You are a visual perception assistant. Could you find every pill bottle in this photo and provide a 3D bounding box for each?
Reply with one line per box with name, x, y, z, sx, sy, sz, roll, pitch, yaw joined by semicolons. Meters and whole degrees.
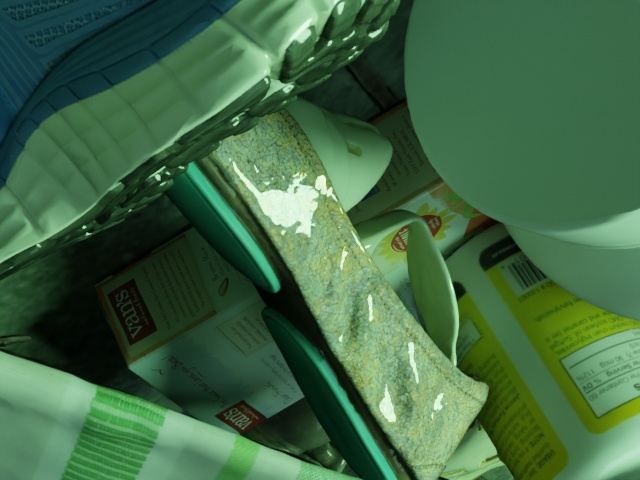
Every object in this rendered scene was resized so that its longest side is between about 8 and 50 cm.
pill bottle;0.232;-0.060;0.673;0.229;0.229;0.408;-44;147;25
pill bottle;0.155;0.095;0.733;0.119;0.208;0.119;-22;149;-14

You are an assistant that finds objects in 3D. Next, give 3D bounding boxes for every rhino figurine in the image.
rhino figurine;-0.026;0.143;0.914;0.243;0.106;0.073;-38;-173;21

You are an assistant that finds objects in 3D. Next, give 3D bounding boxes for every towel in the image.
towel;-0.155;0.141;0.660;0.325;0.038;0.248;21;139;-8

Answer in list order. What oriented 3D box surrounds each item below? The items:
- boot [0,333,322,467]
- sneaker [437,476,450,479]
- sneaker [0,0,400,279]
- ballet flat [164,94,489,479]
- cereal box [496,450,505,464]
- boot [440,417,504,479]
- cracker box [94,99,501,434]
boot;-0.110;0.126;0.703;0.207;0.248;0.090;51;55;-58
sneaker;-0.014;0.257;1.023;0.178;0.123;0.295;-5;169;-33
sneaker;-0.123;-0.069;0.482;0.330;0.147;0.130;-30;-178;37
ballet flat;0.000;0.000;0.640;0.106;0.107;0.316;-41;125;-14
cereal box;0.230;0.071;0.977;0.240;0.047;0.173;-38;141;-14
boot;0.132;0.145;1.073;0.213;0.077;0.165;-32;148;7
cracker box;-0.001;0.023;0.770;0.232;0.067;0.155;-31;150;2
